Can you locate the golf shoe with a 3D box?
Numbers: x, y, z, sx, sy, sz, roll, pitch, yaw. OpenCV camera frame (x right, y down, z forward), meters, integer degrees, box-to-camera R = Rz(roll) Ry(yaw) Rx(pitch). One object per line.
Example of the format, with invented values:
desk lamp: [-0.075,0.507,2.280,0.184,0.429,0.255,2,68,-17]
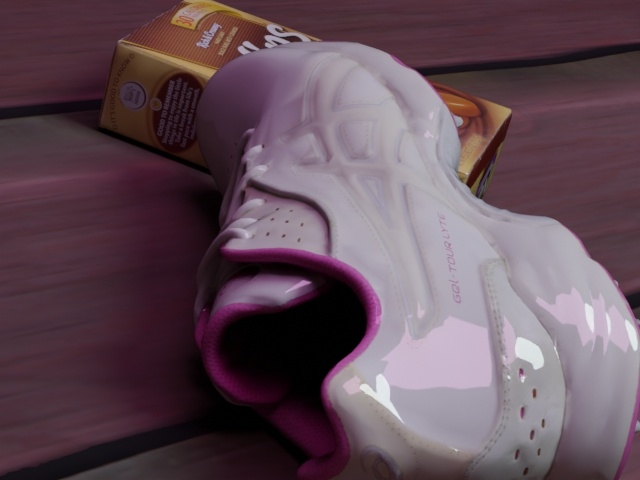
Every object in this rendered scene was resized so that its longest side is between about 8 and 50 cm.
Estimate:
golf shoe: [0.000,0.000,0.715,0.140,0.115,0.306,-5,29,-28]

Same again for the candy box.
candy box: [-0.006,-0.062,0.906,0.187,0.053,0.109,20,25,10]
